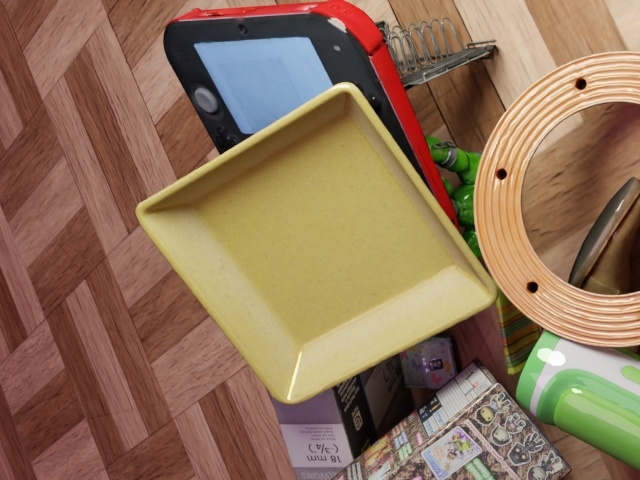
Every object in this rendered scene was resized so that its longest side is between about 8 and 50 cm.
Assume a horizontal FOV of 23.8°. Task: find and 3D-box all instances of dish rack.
[{"bbox_3d":[0.083,-0.232,1.961,0.271,0.208,0.074,0,114,52],"label":"dish rack"}]

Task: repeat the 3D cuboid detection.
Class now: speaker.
[{"bbox_3d":[0.377,0.204,1.726,0.296,0.131,0.131,27,125,22],"label":"speaker"}]

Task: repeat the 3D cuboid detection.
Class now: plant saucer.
[{"bbox_3d":[0.000,0.000,1.857,0.332,0.081,0.333,-29,108,23],"label":"plant saucer"}]

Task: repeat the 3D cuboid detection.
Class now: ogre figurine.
[{"bbox_3d":[0.177,-0.042,1.970,0.097,0.118,0.197,-18,89,50],"label":"ogre figurine"}]

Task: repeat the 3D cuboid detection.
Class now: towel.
[{"bbox_3d":[0.245,0.046,1.931,0.021,0.102,0.237,-6,98,29],"label":"towel"}]

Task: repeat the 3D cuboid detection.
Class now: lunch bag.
[{"bbox_3d":[0.154,0.170,2.134,0.083,0.053,0.071,-3,102,44],"label":"lunch bag"}]

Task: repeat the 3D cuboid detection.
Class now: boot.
[{"bbox_3d":[0.349,0.064,1.826,0.115,0.112,0.305,25,122,10],"label":"boot"}]

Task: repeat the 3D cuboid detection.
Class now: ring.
[{"bbox_3d":[0.334,-0.047,1.715,0.336,0.032,0.337,-2,85,26],"label":"ring"}]

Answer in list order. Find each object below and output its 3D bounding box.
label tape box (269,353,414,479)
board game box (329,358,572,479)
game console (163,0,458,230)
[{"bbox_3d":[0.044,0.254,2.127,0.105,0.241,0.334,-4,118,24],"label":"label tape box"},{"bbox_3d":[0.141,0.304,1.888,0.141,0.291,0.232,50,-178,-3],"label":"board game box"},{"bbox_3d":[-0.022,-0.146,1.941,0.386,0.060,0.342,7,128,48],"label":"game console"}]
